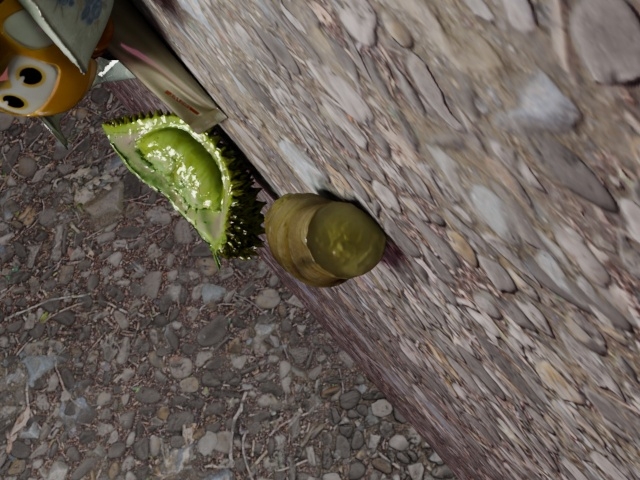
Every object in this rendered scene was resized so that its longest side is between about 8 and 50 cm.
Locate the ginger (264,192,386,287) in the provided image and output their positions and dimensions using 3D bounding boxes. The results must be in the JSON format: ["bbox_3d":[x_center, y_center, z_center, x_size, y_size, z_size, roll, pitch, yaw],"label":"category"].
[{"bbox_3d":[0.000,0.000,1.340,0.109,0.116,0.263,10,180,-16],"label":"ginger"}]

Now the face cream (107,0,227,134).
[{"bbox_3d":[-0.286,-0.303,1.696,0.341,0.084,0.137,47,156,-14],"label":"face cream"}]

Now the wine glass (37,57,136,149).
[{"bbox_3d":[-0.397,-0.276,1.892,0.156,0.232,0.156,49,174,7],"label":"wine glass"}]

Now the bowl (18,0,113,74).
[{"bbox_3d":[-0.338,-0.369,1.330,0.313,0.146,0.313,51,175,6],"label":"bowl"}]

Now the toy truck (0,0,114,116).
[{"bbox_3d":[-0.459,-0.309,1.571,0.288,0.212,0.204,55,135,4],"label":"toy truck"}]

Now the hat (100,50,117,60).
[{"bbox_3d":[-0.401,-0.353,1.758,0.193,0.082,0.193,39,-148,-31],"label":"hat"}]

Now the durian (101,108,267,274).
[{"bbox_3d":[-0.215,-0.107,1.895,0.352,0.169,0.158,47,172,11],"label":"durian"}]
